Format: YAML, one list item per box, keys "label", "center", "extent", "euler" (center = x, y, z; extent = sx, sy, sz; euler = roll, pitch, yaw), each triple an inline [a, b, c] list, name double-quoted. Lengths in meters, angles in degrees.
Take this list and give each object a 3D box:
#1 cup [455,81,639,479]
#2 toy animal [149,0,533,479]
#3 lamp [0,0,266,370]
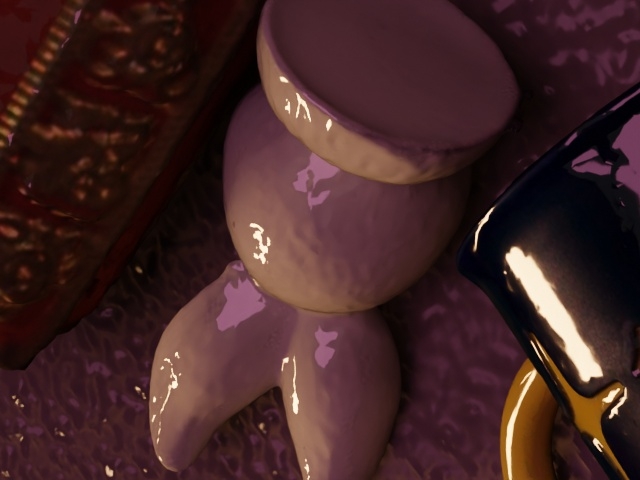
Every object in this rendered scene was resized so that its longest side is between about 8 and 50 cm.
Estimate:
- label: "cup"
  center: [0.180, 0.077, 0.612]
  extent: [0.178, 0.255, 0.256]
  euler: [-29, 77, -11]
- label: "toy animal"
  center: [0.002, -0.001, 0.736]
  extent: [0.103, 0.131, 0.221]
  euler: [18, 132, -3]
- label: "lamp"
  center: [-0.116, -0.078, 0.744]
  extent: [0.177, 0.177, 0.274]
  euler: [43, 111, 22]
